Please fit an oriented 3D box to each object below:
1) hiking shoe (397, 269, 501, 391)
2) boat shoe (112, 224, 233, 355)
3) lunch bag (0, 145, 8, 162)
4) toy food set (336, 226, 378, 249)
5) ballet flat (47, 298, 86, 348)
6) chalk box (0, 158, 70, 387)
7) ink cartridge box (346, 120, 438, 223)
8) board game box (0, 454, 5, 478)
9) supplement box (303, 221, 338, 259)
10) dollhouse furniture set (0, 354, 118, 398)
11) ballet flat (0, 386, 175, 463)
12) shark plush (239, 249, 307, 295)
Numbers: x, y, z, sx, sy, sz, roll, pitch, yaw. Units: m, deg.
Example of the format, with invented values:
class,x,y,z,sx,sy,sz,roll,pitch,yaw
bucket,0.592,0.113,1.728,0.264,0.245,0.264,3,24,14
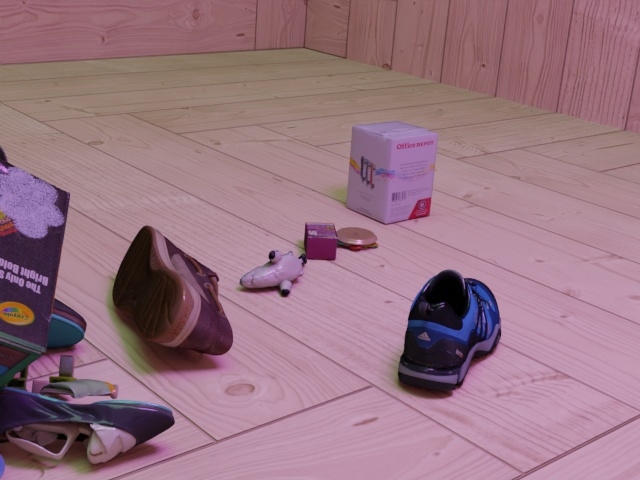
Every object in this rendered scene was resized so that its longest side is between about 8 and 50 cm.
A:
class,x,y,z,sx,sy,sz,roll,pitch,yaw
hiking shoe,0.196,0.098,1.370,0.113,0.132,0.304,10,20,16
boat shoe,-0.208,0.077,1.409,0.123,0.123,0.342,28,2,-28
lunch bag,-0.519,-0.022,1.399,0.169,0.235,0.287,-10,24,-22
toy food set,0.063,-0.003,1.790,0.083,0.020,0.082,-4,22,-25
ballet flat,-0.432,0.081,1.242,0.280,0.095,0.096,7,50,-42
chalk box,-0.410,0.062,1.061,0.180,0.179,0.288,29,44,-34
ink cartridge box,0.143,-0.141,1.960,0.128,0.176,0.127,-11,25,-37
board game box,-0.408,0.245,0.985,0.169,0.033,0.133,-1,15,-29
supplement box,0.000,0.000,1.733,0.055,0.043,0.083,3,19,-4
dollhouse furniture set,-0.313,0.154,1.158,0.152,0.058,0.076,-1,-9,32
ballet flat,-0.265,0.210,1.071,0.203,0.074,0.074,8,20,-4
shark plush,-0.068,0.041,1.598,0.067,0.073,0.161,-20,12,29
